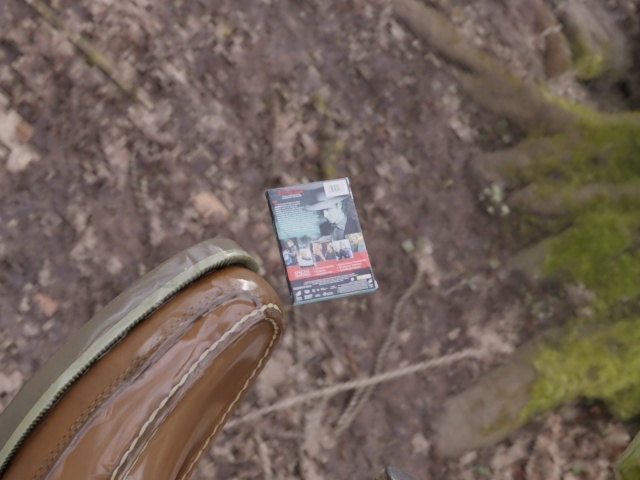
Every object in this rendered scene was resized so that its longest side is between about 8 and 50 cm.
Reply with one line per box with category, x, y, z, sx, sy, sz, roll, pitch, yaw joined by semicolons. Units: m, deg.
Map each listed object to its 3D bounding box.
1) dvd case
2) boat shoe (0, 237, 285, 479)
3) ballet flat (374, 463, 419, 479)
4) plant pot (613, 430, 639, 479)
dvd case;0.000;0.000;1.306;0.087;0.013;0.119;-10;75;-17
boat shoe;-0.104;0.142;0.553;0.104;0.307;0.111;38;-2;23
ballet flat;0.101;0.251;0.865;0.250;0.058;0.084;53;12;-17
plant pot;0.310;0.102;0.726;0.276;0.254;0.276;46;-1;1
